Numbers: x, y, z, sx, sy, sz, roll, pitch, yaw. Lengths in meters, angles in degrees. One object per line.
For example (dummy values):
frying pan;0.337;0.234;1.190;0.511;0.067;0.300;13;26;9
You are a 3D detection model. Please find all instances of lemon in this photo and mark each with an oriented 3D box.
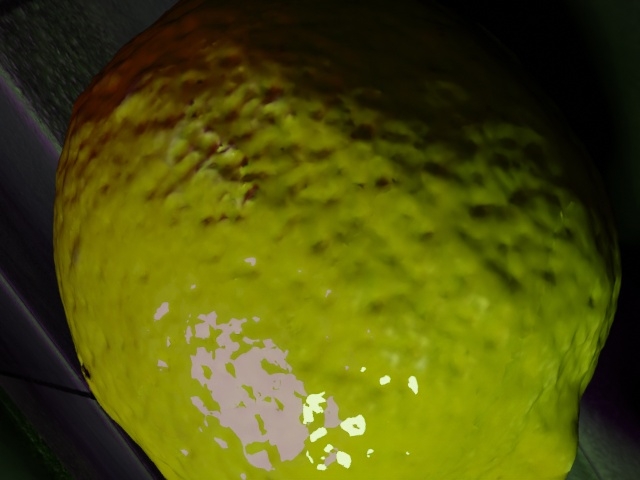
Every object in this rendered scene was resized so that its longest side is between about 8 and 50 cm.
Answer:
lemon;0.000;0.000;0.584;0.310;0.253;0.253;49;158;25
